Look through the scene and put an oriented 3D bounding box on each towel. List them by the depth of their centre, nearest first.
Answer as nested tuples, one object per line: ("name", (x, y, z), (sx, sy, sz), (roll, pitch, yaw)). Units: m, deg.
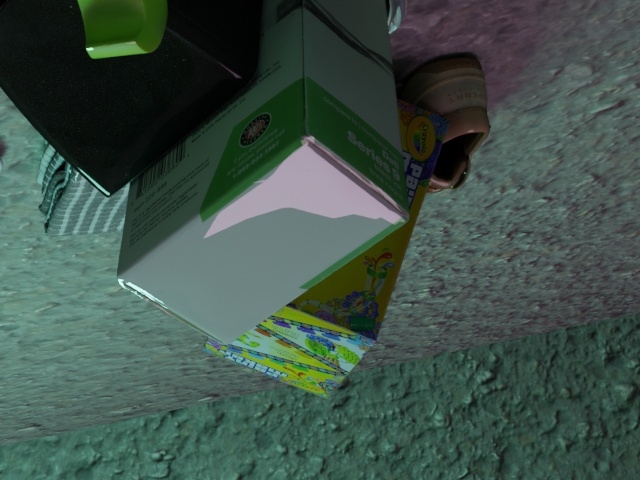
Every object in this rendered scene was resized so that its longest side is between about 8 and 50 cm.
("towel", (-0.194, -0.087, 1.368), (0.235, 0.121, 0.283), (-6, 161, -22))

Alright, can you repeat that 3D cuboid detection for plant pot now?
("plant pot", (-0.169, -0.183, 0.958), (0.167, 0.187, 0.188), (34, 128, -29))

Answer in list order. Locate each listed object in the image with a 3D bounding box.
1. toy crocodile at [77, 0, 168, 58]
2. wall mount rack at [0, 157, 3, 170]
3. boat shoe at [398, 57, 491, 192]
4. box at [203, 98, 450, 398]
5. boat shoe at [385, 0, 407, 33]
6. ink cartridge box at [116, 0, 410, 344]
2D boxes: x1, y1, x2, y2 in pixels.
("toy crocodile", (-0.140, -0.266, 0.731), (0.115, 0.105, 0.340), (4, 136, -3))
("wall mount rack", (-0.530, -0.013, 1.314), (0.350, 0.130, 0.304), (-1, 158, -35))
("boat shoe", (0.136, -0.113, 1.563), (0.122, 0.110, 0.341), (-11, 162, -12))
("box", (0.000, 0.000, 1.440), (0.177, 0.290, 0.279), (22, 158, -3))
("boat shoe", (0.034, -0.234, 1.155), (0.079, 0.081, 0.227), (-19, 162, 15))
("ink cartridge box", (-0.047, -0.095, 0.986), (0.211, 0.289, 0.121), (-35, 126, 30))
